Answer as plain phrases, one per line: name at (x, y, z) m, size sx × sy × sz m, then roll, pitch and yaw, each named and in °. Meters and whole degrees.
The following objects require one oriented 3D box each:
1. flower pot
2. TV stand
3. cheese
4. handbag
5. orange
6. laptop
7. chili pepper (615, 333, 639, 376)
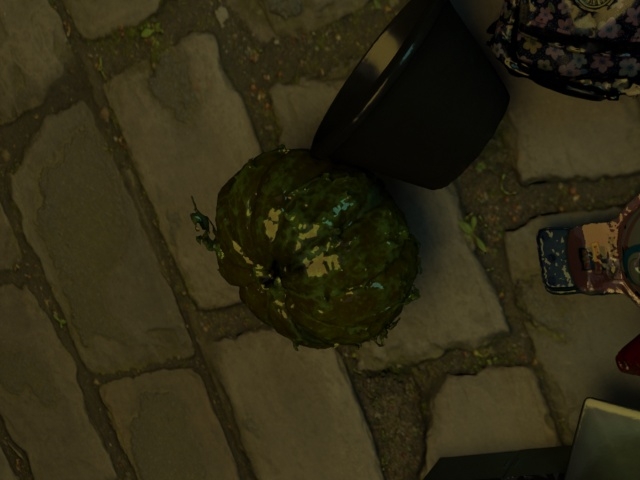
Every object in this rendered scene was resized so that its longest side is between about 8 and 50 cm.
flower pot at (0.124, -0.170, 1.214) m, size 0.166 × 0.269 × 0.269 m, roll 35°, pitch 125°, yaw -13°
TV stand at (0.285, 0.353, 1.392) m, size 0.269 × 0.082 × 0.088 m, roll -16°, pitch 99°, yaw 33°
cheese at (0.406, 0.020, 1.198) m, size 0.285 × 0.074 × 0.189 m, roll -2°, pitch 106°, yaw 31°
handbag at (0.309, -0.268, 1.115) m, size 0.228 × 0.127 × 0.208 m, roll 15°, pitch 115°, yaw 16°
orange at (0.000, 0.000, 1.325) m, size 0.301 × 0.223 × 0.300 m, roll -6°, pitch 122°, yaw 51°
laptop at (0.406, 0.341, 1.270) m, size 0.187 × 0.015 × 0.269 m, roll 12°, pitch 109°, yaw 13°
chili pepper at (0.467, 0.121, 1.119) m, size 0.252 × 0.144 × 0.136 m, roll -11°, pitch 104°, yaw 14°
